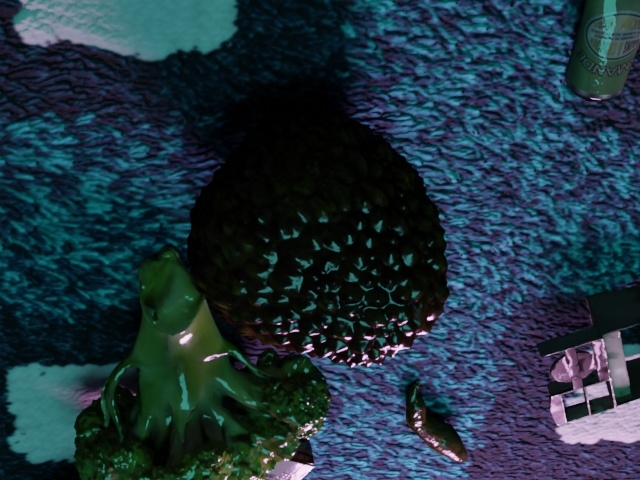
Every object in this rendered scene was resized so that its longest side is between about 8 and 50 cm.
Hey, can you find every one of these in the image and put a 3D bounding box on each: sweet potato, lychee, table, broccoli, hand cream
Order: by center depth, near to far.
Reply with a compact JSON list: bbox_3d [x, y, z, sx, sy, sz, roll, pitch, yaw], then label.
[{"bbox_3d":[0.274,-0.222,1.687,0.086,0.055,0.235,-1,132,-16],"label":"hand cream"},{"bbox_3d":[0.000,0.000,1.733,0.236,0.271,0.236,-43,151,-31],"label":"lychee"},{"bbox_3d":[-0.118,0.187,1.963,0.254,0.186,0.302,15,140,-15],"label":"broccoli"},{"bbox_3d":[0.334,0.126,2.096,0.175,0.062,0.146,-16,140,4],"label":"table"},{"bbox_3d":[0.131,0.221,2.181,0.041,0.038,0.153,-40,129,-3],"label":"sweet potato"}]

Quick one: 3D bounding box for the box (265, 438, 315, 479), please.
[{"bbox_3d":[-0.089,0.309,2.226,0.055,0.039,0.218,18,132,-32],"label":"box"}]
